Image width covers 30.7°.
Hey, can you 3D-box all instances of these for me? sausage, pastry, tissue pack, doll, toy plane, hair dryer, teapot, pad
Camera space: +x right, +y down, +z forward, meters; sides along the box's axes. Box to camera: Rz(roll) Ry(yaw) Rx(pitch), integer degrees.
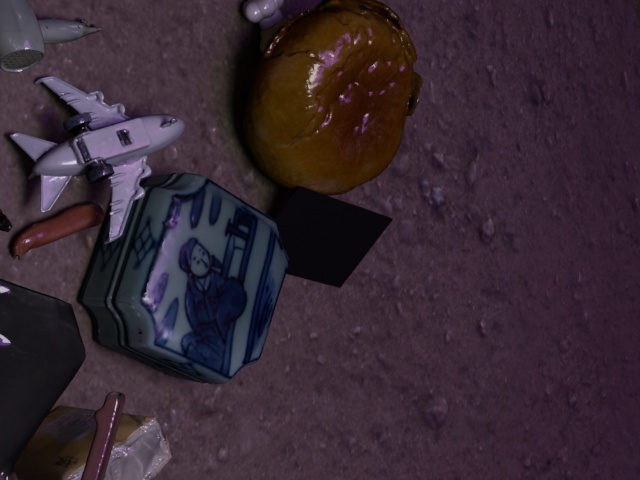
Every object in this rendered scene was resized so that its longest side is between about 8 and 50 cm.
[{"bbox_3d":[-0.373,-0.017,1.660,0.158,0.036,0.042,-30,104,-42],"label":"sausage"},{"bbox_3d":[0.024,-0.235,1.942,0.356,0.164,0.356,-31,136,-35],"label":"pastry"},{"bbox_3d":[-0.333,0.298,1.568,0.186,0.222,0.090,-31,110,-42],"label":"tissue pack"},{"bbox_3d":[-0.075,-0.351,1.964,0.106,0.062,0.162,-53,128,-44],"label":"doll"},{"bbox_3d":[-0.298,-0.133,1.656,0.255,0.101,0.251,-22,89,-29],"label":"toy plane"},{"bbox_3d":[-0.390,-0.328,1.621,0.237,0.075,0.206,-1,68,-62],"label":"hair dryer"},{"bbox_3d":[-0.431,0.220,1.385,0.305,0.376,0.361,71,36,-83],"label":"teapot"},{"bbox_3d":[0.000,0.000,2.014,0.245,0.006,0.170,16,116,-46],"label":"pad"}]

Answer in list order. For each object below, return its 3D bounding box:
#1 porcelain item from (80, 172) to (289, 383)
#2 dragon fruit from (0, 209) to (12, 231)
[{"bbox_3d":[-0.195,0.059,1.768,0.286,0.157,0.281,34,64,-43],"label":"porcelain item"},{"bbox_3d":[-0.472,-0.056,1.494,0.121,0.130,0.142,-31,146,-49],"label":"dragon fruit"}]
